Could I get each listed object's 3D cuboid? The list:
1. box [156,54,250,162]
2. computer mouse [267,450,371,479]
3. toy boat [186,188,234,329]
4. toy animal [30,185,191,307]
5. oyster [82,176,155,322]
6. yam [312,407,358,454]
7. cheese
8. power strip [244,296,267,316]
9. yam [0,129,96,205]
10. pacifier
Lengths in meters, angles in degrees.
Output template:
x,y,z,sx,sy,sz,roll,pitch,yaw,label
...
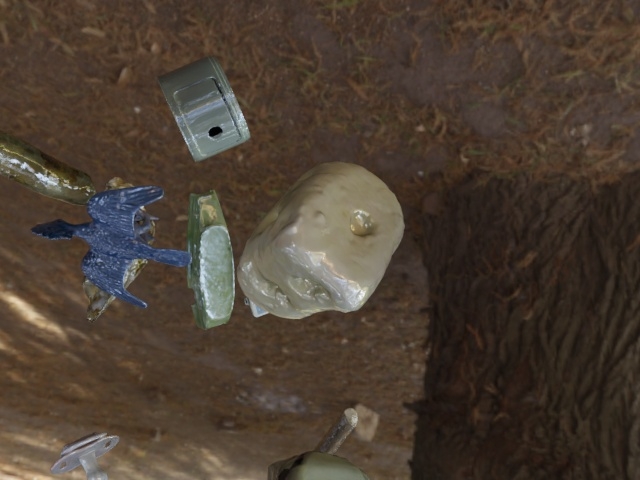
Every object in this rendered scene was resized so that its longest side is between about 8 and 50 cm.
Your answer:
x,y,z,sx,sy,sz,roll,pitch,yaw,label
-0.284,-0.322,1.579,0.150,0.226,0.226,-25,151,-6,box
0.024,0.402,0.838,0.146,0.228,0.429,-8,151,5,computer mouse
-0.208,0.049,1.225,0.093,0.055,0.292,-13,120,-26,toy boat
-0.364,0.006,1.147,0.256,0.176,0.239,21,120,16,toy animal
-0.421,0.024,1.330,0.166,0.294,0.094,20,178,32,oyster
0.018,0.309,0.999,0.032,0.032,0.145,18,127,-17,yam
-0.001,-0.002,0.964,0.174,0.247,0.251,43,144,-8,cheese
-0.099,0.130,1.648,0.192,0.035,0.081,-18,113,-14,power strip
-0.500,-0.132,1.047,0.067,0.071,0.317,27,178,35,yam
-0.325,0.313,0.910,0.099,0.078,0.081,-18,154,-34,pacifier
